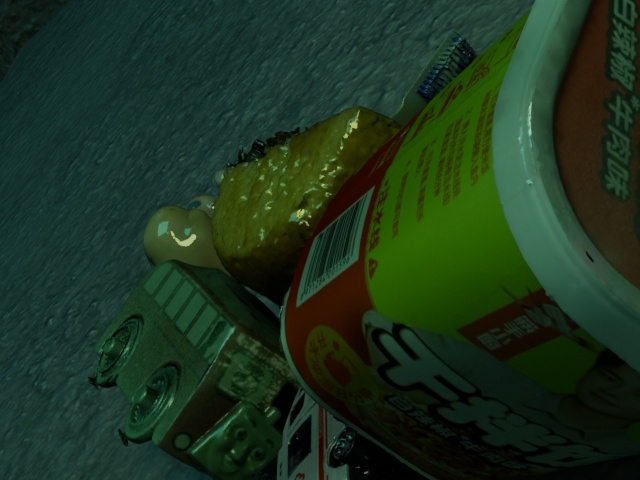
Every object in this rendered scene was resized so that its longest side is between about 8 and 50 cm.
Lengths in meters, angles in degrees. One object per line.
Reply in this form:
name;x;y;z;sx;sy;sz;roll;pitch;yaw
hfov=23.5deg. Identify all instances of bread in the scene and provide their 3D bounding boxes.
bread;0.004;0.001;1.313;0.261;0.160;0.147;-16;44;54

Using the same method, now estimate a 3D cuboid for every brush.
brush;0.095;-0.127;1.513;0.178;0.033;0.030;-54;36;-9

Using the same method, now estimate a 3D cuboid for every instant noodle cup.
instant noodle cup;0.143;0.006;0.913;0.308;0.294;0.294;-32;27;53

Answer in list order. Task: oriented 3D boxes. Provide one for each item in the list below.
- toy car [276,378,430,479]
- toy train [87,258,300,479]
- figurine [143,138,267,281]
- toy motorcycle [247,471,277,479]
toy car;0.021;0.150;1.127;0.108;0.089;0.209;-46;24;27
toy train;-0.106;0.114;1.377;0.159;0.129;0.326;-53;22;-1
figurine;-0.102;-0.024;1.656;0.196;0.114;0.108;-47;-5;-22
toy motorcycle;-0.076;0.275;1.130;0.213;0.082;0.122;-62;12;-4
